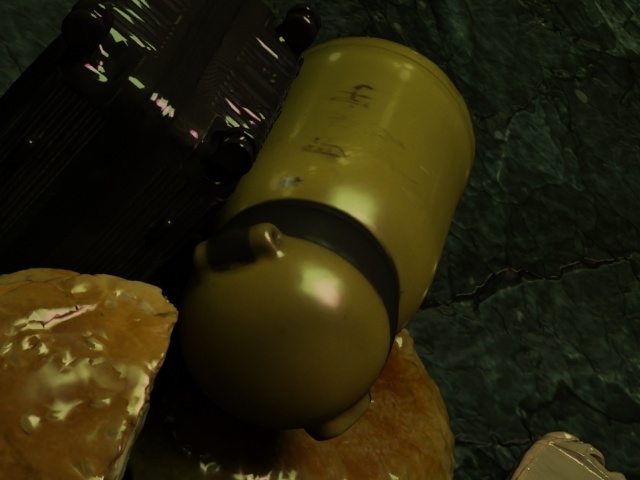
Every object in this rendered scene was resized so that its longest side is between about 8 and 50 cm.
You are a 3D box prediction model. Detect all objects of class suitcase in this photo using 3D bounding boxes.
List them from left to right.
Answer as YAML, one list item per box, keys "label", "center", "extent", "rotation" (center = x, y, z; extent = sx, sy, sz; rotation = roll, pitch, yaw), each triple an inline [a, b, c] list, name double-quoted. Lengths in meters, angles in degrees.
- label: "suitcase"
  center: [-0.171, -0.047, 1.183]
  extent: [0.152, 0.335, 0.230]
  rotation: [41, 30, -12]

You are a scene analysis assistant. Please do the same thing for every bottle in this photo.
- label: "bottle"
  center: [0.000, 0.000, 1.199]
  extent: [0.171, 0.171, 0.351]
  rotation: [35, 32, -7]

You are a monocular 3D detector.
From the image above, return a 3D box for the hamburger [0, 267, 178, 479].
- label: "hamburger"
  center: [-0.229, 0.156, 1.002]
  extent: [0.209, 0.330, 0.162]
  rotation: [19, -6, 0]

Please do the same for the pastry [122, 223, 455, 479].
- label: "pastry"
  center: [-0.037, 0.127, 1.277]
  extent: [0.329, 0.136, 0.330]
  rotation: [22, 34, -16]

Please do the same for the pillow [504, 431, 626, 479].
- label: "pillow"
  center: [0.266, 0.279, 1.471]
  extent: [0.270, 0.067, 0.173]
  rotation: [38, 39, -2]
